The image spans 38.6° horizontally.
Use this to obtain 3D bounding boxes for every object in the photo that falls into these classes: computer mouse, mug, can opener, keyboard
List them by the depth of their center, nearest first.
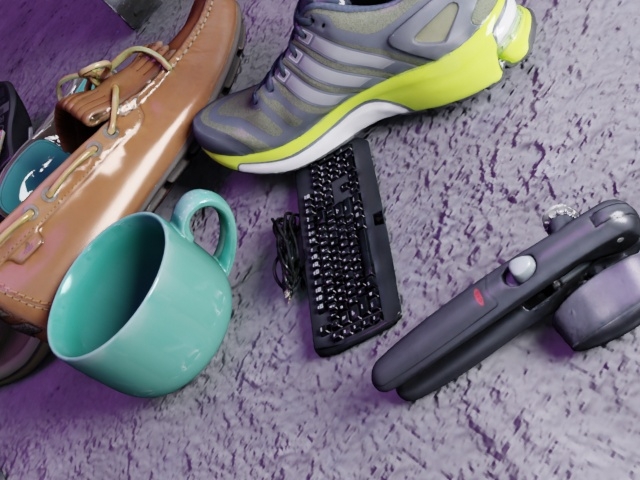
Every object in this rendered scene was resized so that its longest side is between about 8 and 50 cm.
[{"bbox_3d":[0.105,0.039,0.522,0.186,0.059,0.073,-31,42,23],"label":"can opener"},{"bbox_3d":[0.000,0.000,0.680,0.100,0.038,0.192,-32,40,23],"label":"keyboard"},{"bbox_3d":[-0.122,0.051,0.710,0.157,0.097,0.129,-29,42,24],"label":"mug"},{"bbox_3d":[-0.427,-0.070,1.156,0.184,0.060,0.262,-33,52,15],"label":"computer mouse"}]

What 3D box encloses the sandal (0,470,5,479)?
[{"bbox_3d":[-0.388,0.233,0.860,0.254,0.054,0.097,-15,50,37],"label":"sandal"}]

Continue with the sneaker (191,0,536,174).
[{"bbox_3d":[0.009,-0.149,0.715,0.300,0.121,0.111,-21,35,30],"label":"sneaker"}]

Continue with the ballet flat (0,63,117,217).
[{"bbox_3d":[-0.299,-0.110,1.060,0.213,0.072,0.068,-58,16,-13],"label":"ballet flat"}]

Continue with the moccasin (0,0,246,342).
[{"bbox_3d":[-0.194,-0.093,0.840,0.380,0.147,0.139,-59,11,-16],"label":"moccasin"}]

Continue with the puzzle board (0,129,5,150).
[{"bbox_3d":[-0.446,-0.081,1.126,0.128,0.011,0.096,-12,60,28],"label":"puzzle board"}]

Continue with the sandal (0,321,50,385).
[{"bbox_3d":[-0.349,0.090,0.914,0.302,0.086,0.120,-30,42,24],"label":"sandal"}]

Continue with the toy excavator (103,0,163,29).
[{"bbox_3d":[-0.303,-0.483,1.208,0.222,0.433,0.445,-47,66,5],"label":"toy excavator"}]
